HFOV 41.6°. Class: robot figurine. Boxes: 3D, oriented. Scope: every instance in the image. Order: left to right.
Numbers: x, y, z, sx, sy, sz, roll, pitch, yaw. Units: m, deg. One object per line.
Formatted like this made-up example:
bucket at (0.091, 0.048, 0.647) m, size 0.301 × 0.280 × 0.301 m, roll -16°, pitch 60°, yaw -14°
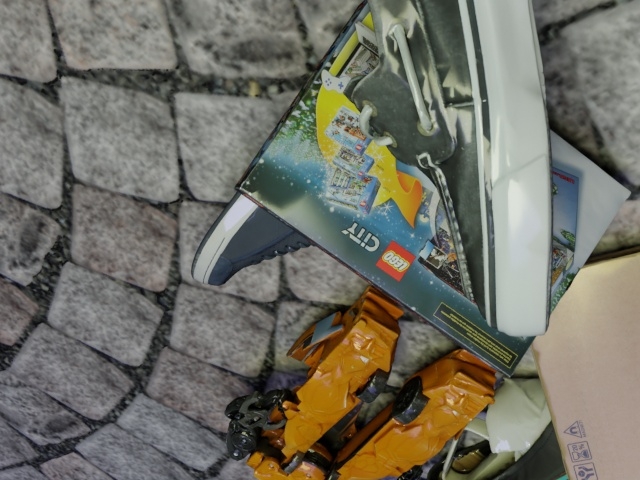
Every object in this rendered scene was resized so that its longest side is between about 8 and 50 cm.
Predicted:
robot figurine at (0.032, 0.172, 0.825) m, size 0.211 × 0.085 × 0.291 m, roll 32°, pitch 132°, yaw -8°

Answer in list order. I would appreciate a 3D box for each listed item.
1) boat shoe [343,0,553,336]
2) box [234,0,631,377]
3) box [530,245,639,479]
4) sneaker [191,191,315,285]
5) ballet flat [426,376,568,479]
boat shoe at (0.074, -0.101, 0.514) m, size 0.119 × 0.121 × 0.336 m, roll -8°, pitch 101°, yaw 16°
box at (0.080, -0.035, 0.590) m, size 0.233 × 0.044 × 0.159 m, roll 35°, pitch 87°, yaw -11°
box at (0.256, 0.105, 0.655) m, size 0.164 × 0.021 × 0.201 m, roll -16°, pitch 97°, yaw 17°
sneaker at (0.000, 0.001, 0.687) m, size 0.163 × 0.086 × 0.226 m, roll 36°, pitch 131°, yaw -8°
ballet flat at (0.182, 0.190, 0.783) m, size 0.096 × 0.095 × 0.280 m, roll 34°, pitch 132°, yaw 2°
